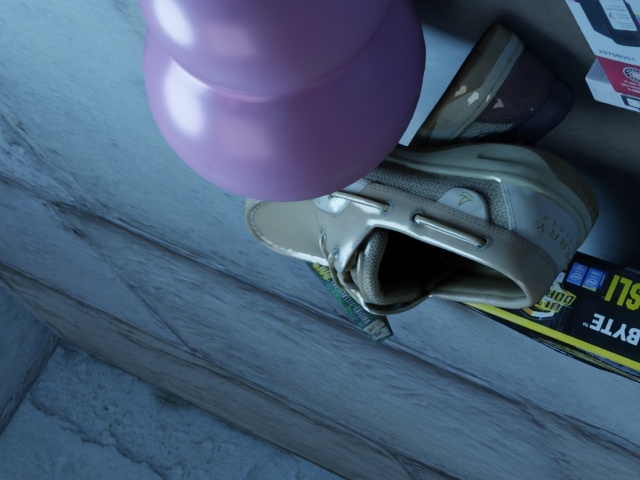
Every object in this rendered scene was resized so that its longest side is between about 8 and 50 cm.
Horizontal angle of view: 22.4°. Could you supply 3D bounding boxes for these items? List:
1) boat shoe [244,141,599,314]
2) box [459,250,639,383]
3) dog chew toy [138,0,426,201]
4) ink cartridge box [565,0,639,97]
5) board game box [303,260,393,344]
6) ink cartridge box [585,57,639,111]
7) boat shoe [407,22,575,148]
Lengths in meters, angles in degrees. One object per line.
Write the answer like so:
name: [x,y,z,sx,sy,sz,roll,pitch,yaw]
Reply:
boat shoe: [0.049,-0.007,1.243,0.341,0.110,0.121,-1,140,48]
box: [0.268,0.078,1.374,0.257,0.079,0.322,19,177,33]
dog chew toy: [-0.036,-0.173,1.106,0.206,0.207,0.332,25,154,21]
ink cartridge box: [0.208,-0.151,0.929,0.127,0.072,0.175,19,161,39]
board game box: [0.000,0.000,1.737,0.260,0.030,0.136,50,-164,-51]
ink cartridge box: [0.225,-0.109,1.071,0.083,0.048,0.028,20,161,32]
boat shoe: [0.124,-0.074,1.278,0.092,0.103,0.285,35,159,3]
